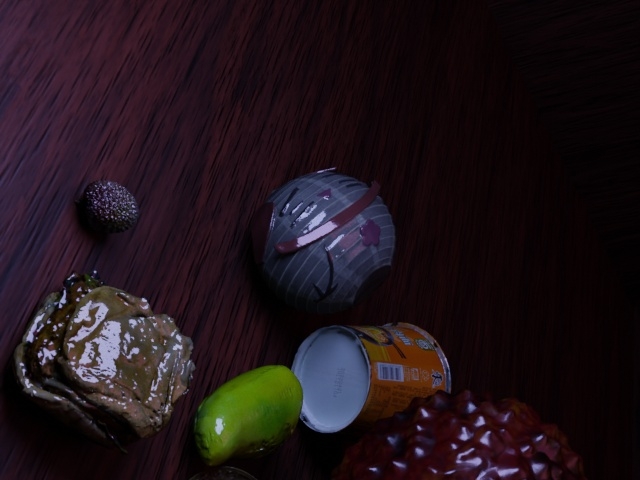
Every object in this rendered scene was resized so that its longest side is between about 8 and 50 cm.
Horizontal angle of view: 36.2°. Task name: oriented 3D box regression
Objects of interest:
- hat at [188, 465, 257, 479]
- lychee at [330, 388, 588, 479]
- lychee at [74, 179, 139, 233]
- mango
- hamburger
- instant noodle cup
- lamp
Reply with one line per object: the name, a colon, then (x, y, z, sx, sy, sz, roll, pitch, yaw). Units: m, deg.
hat: (-0.140, 0.384, 1.339, 0.146, 0.067, 0.146, 4, 75, -16)
lychee: (0.188, 0.459, 1.449, 0.425, 0.425, 0.499, 21, 102, -56)
lychee: (-0.273, -0.043, 1.251, 0.067, 0.083, 0.068, -145, -112, -78)
mango: (-0.105, 0.256, 1.392, 0.233, 0.111, 0.125, -34, 105, -58)
hamburger: (-0.264, 0.152, 1.166, 0.206, 0.130, 0.183, 40, 42, -22)
instant noodle cup: (0.071, 0.237, 1.611, 0.182, 0.230, 0.230, 16, 66, -47)
lamp: (0.000, 0.000, 1.563, 0.265, 0.233, 0.233, -36, 112, -45)
